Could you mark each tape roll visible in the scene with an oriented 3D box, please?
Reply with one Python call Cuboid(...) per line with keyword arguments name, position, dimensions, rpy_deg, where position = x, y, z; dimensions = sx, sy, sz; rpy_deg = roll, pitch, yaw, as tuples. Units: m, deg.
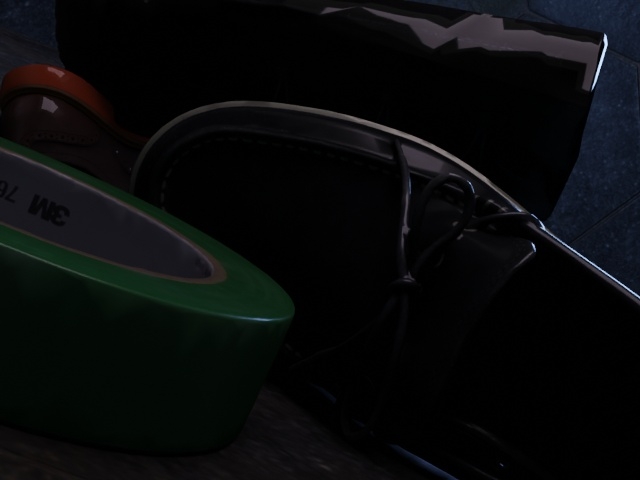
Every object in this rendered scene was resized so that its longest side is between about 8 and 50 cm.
Cuboid(name="tape roll", position=(-0.173, 0.005, 0.725), dimensions=(0.321, 0.077, 0.321), rpy_deg=(23, 6, -3))

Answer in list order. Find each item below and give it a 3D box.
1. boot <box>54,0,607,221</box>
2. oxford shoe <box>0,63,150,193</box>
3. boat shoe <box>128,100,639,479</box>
Cuboid(name="boot", position=(0.003, -0.109, 1.238), dimensions=(0.445, 0.146, 0.367), rpy_deg=(9, -19, 1))
Cuboid(name="oxford shoe", position=(-0.175, -0.040, 1.159), dimensions=(0.096, 0.098, 0.271), rpy_deg=(-19, -35, 32))
Cuboid(name="boat shoe", position=(0.082, 0.049, 0.858), dimensions=(0.500, 0.187, 0.156), rpy_deg=(32, 2, 17))
